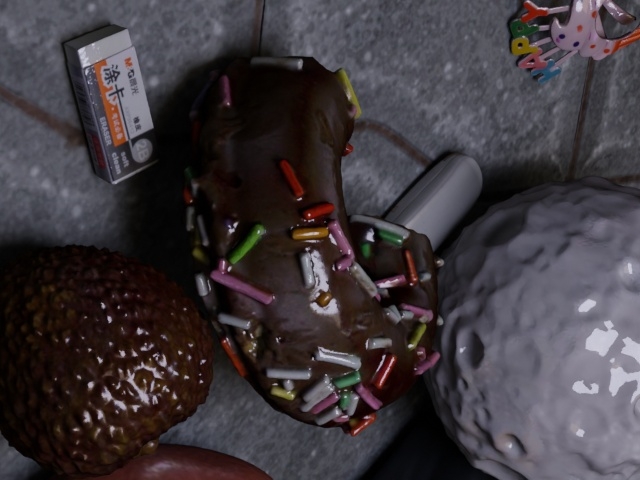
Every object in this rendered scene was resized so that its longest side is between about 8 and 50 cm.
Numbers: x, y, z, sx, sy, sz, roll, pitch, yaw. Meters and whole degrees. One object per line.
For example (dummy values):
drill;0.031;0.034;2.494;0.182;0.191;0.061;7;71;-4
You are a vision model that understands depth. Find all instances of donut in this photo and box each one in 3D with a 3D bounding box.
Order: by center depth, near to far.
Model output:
donut;0.000;0.019;1.170;0.345;0.136;0.259;58;27;-35

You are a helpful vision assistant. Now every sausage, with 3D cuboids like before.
sausage;-0.147;0.252;1.204;0.254;0.148;0.148;10;101;-49

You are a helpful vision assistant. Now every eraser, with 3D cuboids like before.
eraser;-0.169;-0.111;1.100;0.052;0.029;0.122;-30;126;-31

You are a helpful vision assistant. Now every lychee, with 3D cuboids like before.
lychee;-0.181;0.095;1.074;0.194;0.194;0.194;-19;119;-37

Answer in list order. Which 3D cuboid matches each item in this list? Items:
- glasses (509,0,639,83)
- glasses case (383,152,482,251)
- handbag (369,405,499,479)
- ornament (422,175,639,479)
glasses;0.255;-0.290;1.403;0.162;0.095;0.255;-16;123;-6
glasses case;0.108;-0.023;1.387;0.164;0.041;0.063;-47;134;-19
handbag;0.168;0.356;1.507;0.275;0.178;0.302;-45;132;-19
ornament;0.276;0.097;1.380;0.337;0.337;0.337;-19;119;-37
